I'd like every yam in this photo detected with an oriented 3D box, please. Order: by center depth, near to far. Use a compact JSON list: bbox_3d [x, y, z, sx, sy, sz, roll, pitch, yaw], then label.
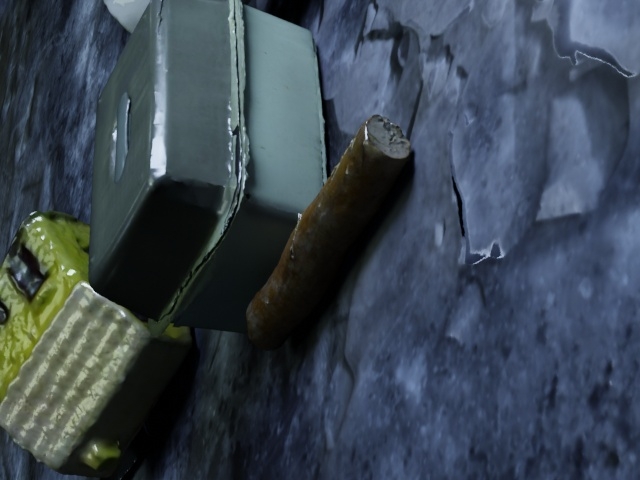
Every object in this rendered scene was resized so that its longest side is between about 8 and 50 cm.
[{"bbox_3d":[0.000,0.000,1.144,0.056,0.057,0.241,-98,30,-45],"label":"yam"}]

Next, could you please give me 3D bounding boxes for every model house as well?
[{"bbox_3d":[-0.236,0.118,1.498,0.234,0.175,0.193,44,105,36],"label":"model house"}]

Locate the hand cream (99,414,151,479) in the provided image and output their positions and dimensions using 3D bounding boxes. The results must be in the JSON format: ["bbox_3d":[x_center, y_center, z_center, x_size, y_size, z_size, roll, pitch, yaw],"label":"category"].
[{"bbox_3d":[-0.228,0.150,1.626,0.120,0.061,0.270,-50,39,36],"label":"hand cream"}]

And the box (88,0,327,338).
[{"bbox_3d":[-0.105,-0.074,1.302,0.220,0.166,0.290,-53,31,43],"label":"box"}]

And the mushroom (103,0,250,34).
[{"bbox_3d":[-0.083,-0.311,1.378,0.329,0.122,0.159,-41,47,29],"label":"mushroom"}]
